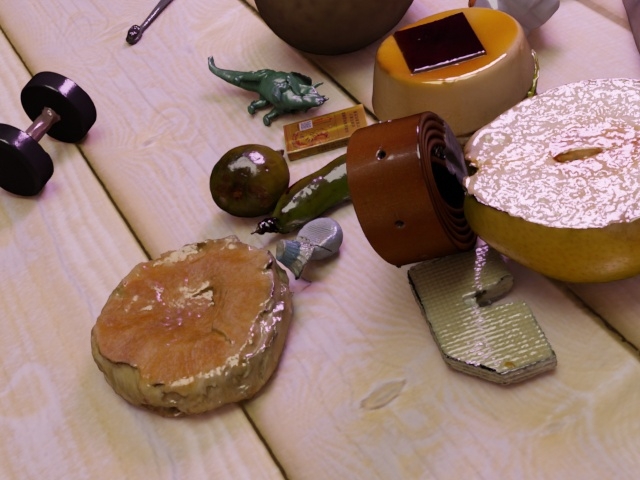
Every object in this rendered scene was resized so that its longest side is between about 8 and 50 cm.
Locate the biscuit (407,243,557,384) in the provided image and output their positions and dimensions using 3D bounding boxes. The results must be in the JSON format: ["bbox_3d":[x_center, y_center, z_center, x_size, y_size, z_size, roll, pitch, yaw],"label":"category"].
[{"bbox_3d":[0.227,0.108,1.444,0.147,0.046,0.250,-20,42,-2],"label":"biscuit"}]

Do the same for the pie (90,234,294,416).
[{"bbox_3d":[-0.198,0.124,1.556,0.339,0.083,0.339,-11,46,12],"label":"pie"}]

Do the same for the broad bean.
[{"bbox_3d":[0.024,-0.095,1.709,0.339,0.061,0.077,-31,60,-10],"label":"broad bean"}]

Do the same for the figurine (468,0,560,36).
[{"bbox_3d":[0.353,-0.461,1.904,0.176,0.133,0.236,-44,24,31],"label":"figurine"}]

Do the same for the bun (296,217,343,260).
[{"bbox_3d":[0.000,0.000,1.636,0.083,0.045,0.083,-9,41,8],"label":"bun"}]

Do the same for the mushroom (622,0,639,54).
[{"bbox_3d":[0.603,-0.391,1.740,0.137,0.154,0.407,19,44,-19],"label":"mushroom"}]

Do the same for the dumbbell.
[{"bbox_3d":[-0.553,-0.209,1.967,0.152,0.152,0.218,8,50,27],"label":"dumbbell"}]

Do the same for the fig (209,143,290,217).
[{"bbox_3d":[-0.117,-0.127,1.752,0.133,0.126,0.185,-14,46,26],"label":"fig"}]

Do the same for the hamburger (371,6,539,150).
[{"bbox_3d":[0.231,-0.265,1.720,0.300,0.176,0.300,-9,39,8],"label":"hamburger"}]

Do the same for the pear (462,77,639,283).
[{"bbox_3d":[0.405,-0.069,1.453,0.386,0.191,0.340,-6,41,15],"label":"pear"}]

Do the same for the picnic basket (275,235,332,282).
[{"bbox_3d":[-0.031,0.029,1.580,0.065,0.083,0.083,-62,28,16],"label":"picnic basket"}]

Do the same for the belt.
[{"bbox_3d":[0.139,-0.076,1.480,0.122,0.339,0.217,-14,85,20],"label":"belt"}]

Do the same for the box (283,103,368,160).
[{"bbox_3d":[0.011,-0.198,1.848,0.156,0.022,0.089,-16,42,4],"label":"box"}]

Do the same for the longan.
[{"bbox_3d":[0.032,-0.535,1.983,0.361,0.361,0.361,-10,44,10],"label":"longan"}]

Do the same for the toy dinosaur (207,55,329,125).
[{"bbox_3d":[-0.113,-0.287,1.945,0.292,0.079,0.120,11,46,25],"label":"toy dinosaur"}]

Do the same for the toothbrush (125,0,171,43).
[{"bbox_3d":[-0.361,-0.548,2.330,0.030,0.030,0.297,27,55,8],"label":"toothbrush"}]
